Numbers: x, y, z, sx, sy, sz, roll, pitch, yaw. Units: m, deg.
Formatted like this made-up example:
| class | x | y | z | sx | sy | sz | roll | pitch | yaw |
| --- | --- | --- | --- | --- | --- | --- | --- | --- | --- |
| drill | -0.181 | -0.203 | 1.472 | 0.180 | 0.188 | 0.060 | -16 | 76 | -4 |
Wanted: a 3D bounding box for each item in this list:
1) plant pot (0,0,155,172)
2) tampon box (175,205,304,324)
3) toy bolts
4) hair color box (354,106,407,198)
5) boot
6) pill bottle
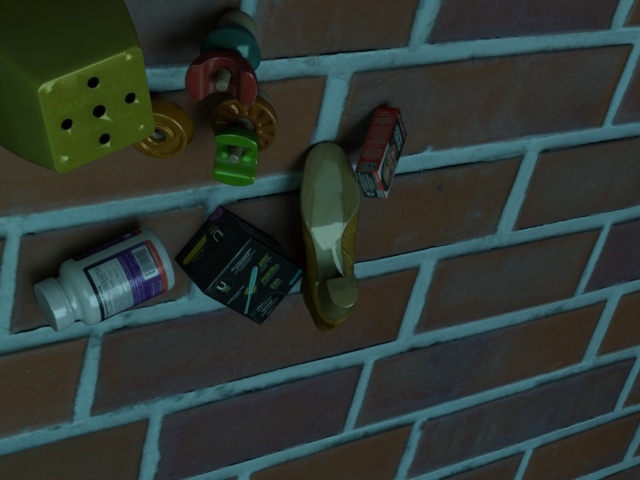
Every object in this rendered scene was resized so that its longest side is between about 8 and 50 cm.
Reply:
| class | x | y | z | sx | sy | sz | roll | pitch | yaw |
| --- | --- | --- | --- | --- | --- | --- | --- | --- | --- |
| plant pot | -0.327 | -0.211 | 1.746 | 0.212 | 0.187 | 0.212 | -26 | 138 | -22 |
| tampon box | -0.131 | 0.041 | 2.207 | 0.120 | 0.101 | 0.161 | -49 | 140 | 6 |
| toy bolts | -0.160 | -0.225 | 1.963 | 0.218 | 0.158 | 0.228 | 12 | 136 | -1 |
| hair color box | 0.101 | -0.145 | 2.230 | 0.072 | 0.043 | 0.141 | 67 | 35 | -50 |
| boot | 0.001 | 0.001 | 2.276 | 0.104 | 0.295 | 0.211 | -4 | 169 | -13 |
| pill bottle | -0.329 | 0.063 | 2.049 | 0.193 | 0.108 | 0.108 | -25 | 137 | -22 |
